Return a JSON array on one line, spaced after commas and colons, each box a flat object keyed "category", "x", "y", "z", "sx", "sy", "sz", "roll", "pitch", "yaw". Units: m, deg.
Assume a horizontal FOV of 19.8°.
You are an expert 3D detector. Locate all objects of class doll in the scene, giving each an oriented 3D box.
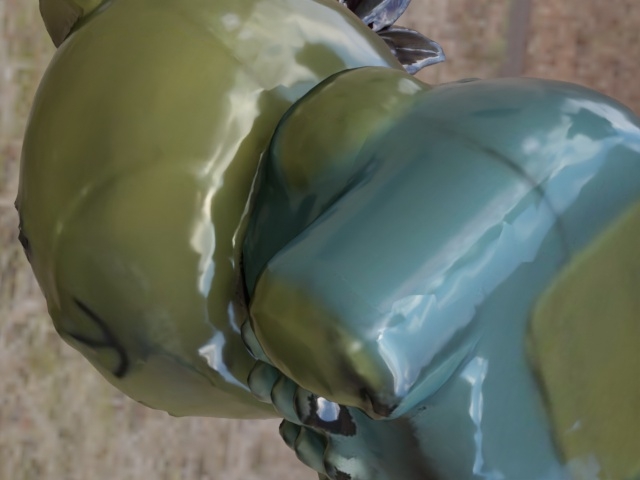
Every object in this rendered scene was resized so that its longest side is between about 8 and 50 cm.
[{"category": "doll", "x": 0.000, "y": 0.000, "z": 0.631, "sx": 0.161, "sy": 0.261, "sz": 0.177, "roll": -41, "pitch": 130, "yaw": -22}]

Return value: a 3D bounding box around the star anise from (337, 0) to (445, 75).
[{"category": "star anise", "x": -0.023, "y": -0.123, "z": 1.247, "sx": 0.089, "sy": 0.231, "sz": 0.209, "roll": -138, "pitch": -150, "yaw": -66}]
